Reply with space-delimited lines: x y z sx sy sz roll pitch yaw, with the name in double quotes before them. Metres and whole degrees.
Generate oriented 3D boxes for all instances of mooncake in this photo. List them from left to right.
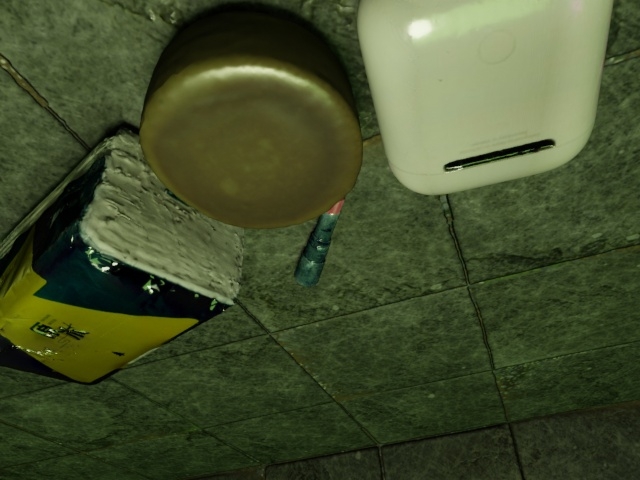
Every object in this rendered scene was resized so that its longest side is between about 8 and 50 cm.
"mooncake" -0.088 -0.156 0.694 0.284 0.156 0.284 -1 141 -1

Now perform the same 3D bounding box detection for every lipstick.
"lipstick" 0.000 0.000 0.977 0.053 0.053 0.234 7 139 -13

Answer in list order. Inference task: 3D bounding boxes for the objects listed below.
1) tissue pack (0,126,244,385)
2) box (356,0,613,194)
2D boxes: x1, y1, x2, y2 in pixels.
"tissue pack" -0.362 0.053 0.854 0.416 0.253 0.264 -29 135 30
"box" 0.209 -0.211 0.663 0.288 0.141 0.349 -13 140 9
